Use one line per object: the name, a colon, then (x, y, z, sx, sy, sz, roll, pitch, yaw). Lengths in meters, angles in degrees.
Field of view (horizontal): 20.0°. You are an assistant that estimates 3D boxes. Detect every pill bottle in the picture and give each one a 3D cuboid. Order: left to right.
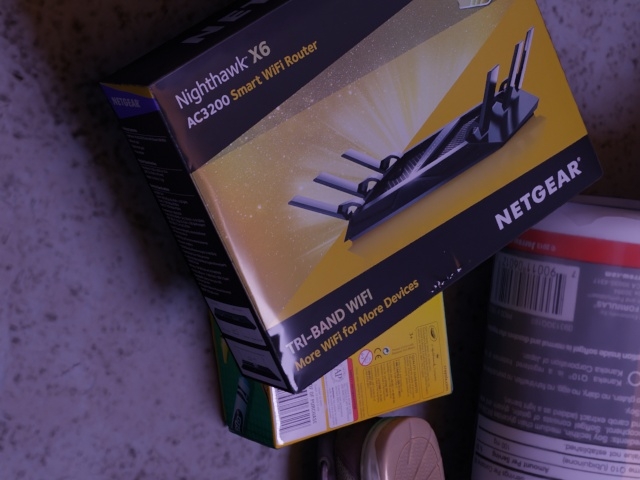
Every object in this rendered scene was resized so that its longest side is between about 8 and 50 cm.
pill bottle: (0.228, 0.150, 1.462, 0.210, 0.210, 0.362, 2, 96, -33)

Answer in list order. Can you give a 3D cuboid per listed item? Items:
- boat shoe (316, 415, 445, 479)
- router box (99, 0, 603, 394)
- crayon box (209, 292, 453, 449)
boat shoe: (0.047, 0.268, 1.436, 0.103, 0.092, 0.285, -24, 116, -45)
router box: (0.032, -0.077, 1.282, 0.309, 0.081, 0.243, -35, 112, -24)
crayon box: (0.000, 0.000, 1.370, 0.165, 0.081, 0.278, -14, 104, -30)
